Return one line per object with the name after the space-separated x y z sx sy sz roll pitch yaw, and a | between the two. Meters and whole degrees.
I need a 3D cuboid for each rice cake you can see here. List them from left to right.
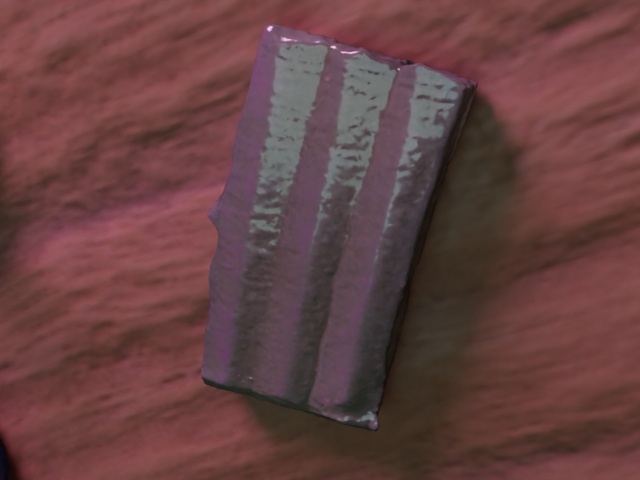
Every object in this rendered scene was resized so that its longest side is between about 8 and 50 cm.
0.000 0.000 0.613 0.127 0.043 0.237 17 116 12 | rice cake

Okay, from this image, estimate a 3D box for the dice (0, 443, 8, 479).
-0.310 0.168 0.732 0.143 0.146 0.146 -19 106 23 | dice
